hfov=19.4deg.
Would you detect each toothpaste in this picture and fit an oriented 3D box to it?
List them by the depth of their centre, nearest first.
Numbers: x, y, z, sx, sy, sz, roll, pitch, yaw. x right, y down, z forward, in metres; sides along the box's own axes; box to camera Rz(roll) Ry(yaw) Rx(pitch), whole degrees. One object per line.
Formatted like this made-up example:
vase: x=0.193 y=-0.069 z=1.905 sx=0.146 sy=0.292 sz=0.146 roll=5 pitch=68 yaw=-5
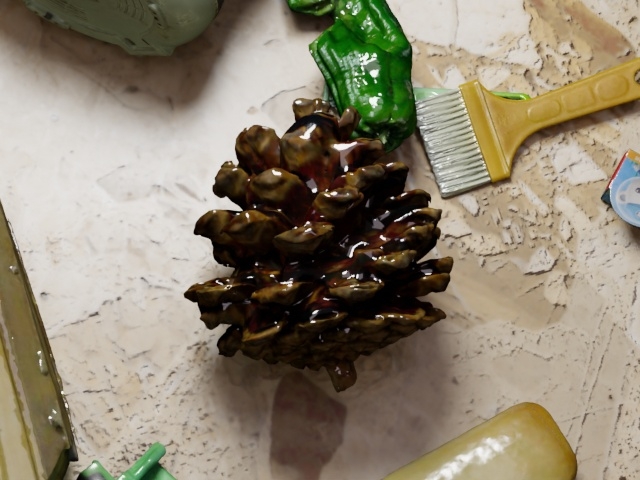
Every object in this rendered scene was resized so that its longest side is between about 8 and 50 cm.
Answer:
toothpaste: x=0.369 y=-0.011 z=1.839 sx=0.193 sy=0.044 sz=0.070 roll=29 pitch=75 yaw=4

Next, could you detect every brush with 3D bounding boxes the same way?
brush: x=0.230 y=-0.132 z=1.861 sx=0.272 sy=0.013 sz=0.103 roll=-19 pitch=91 yaw=-7

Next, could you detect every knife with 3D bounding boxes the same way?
knife: x=0.108 y=-0.148 z=1.871 sx=0.212 sy=0.015 sz=0.054 roll=4 pitch=67 yaw=-3

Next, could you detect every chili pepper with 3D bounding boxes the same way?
chili pepper: x=0.036 y=-0.198 z=1.831 sx=0.099 sy=0.083 sz=0.253 roll=2 pitch=54 yaw=-35

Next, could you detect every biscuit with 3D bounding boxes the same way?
biscuit: x=0.140 y=0.305 z=1.719 sx=0.291 sy=0.062 sz=0.236 roll=-26 pitch=77 yaw=-13

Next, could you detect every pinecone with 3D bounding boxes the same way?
pinecone: x=-0.009 y=0.008 z=1.713 sx=0.243 sy=0.243 sz=0.257 roll=-22 pitch=63 yaw=-11

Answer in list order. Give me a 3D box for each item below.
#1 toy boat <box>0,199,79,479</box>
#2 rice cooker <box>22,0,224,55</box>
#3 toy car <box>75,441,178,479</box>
toy boat: x=-0.341 y=0.074 z=1.710 sx=0.162 sy=0.136 sz=0.445 roll=-18 pitch=77 yaw=-5
rice cooker: x=-0.177 y=-0.348 z=1.769 sx=0.288 sy=0.288 sz=0.277 roll=25 pitch=74 yaw=2
toy car: x=-0.212 y=0.347 z=1.623 sx=0.213 sy=0.176 sz=0.358 roll=41 pitch=80 yaw=1
